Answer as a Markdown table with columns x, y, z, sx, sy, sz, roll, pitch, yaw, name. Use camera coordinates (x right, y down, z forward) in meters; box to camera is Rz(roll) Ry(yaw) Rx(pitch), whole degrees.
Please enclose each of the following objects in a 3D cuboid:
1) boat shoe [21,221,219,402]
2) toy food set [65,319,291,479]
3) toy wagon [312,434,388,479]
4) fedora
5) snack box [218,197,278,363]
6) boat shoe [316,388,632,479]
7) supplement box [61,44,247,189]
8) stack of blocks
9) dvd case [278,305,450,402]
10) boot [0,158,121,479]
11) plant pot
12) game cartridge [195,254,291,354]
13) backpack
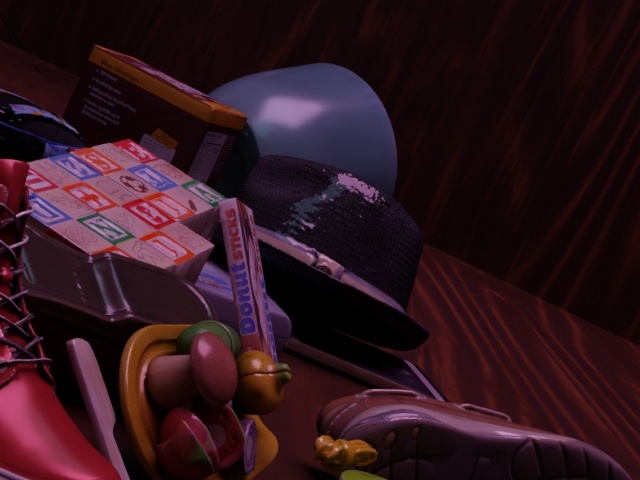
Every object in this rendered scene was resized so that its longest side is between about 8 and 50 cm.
| x | y | z | sx | sy | sz | roll | pitch | yaw | name |
| --- | --- | --- | --- | --- | --- | --- | --- | --- | --- |
| -0.225 | 0.051 | 1.055 | 0.307 | 0.104 | 0.111 | 25 | 27 | -29 | boat shoe |
| -0.075 | 0.112 | 0.996 | 0.071 | 0.128 | 0.218 | -19 | -9 | 22 | toy food set |
| 0.118 | 0.247 | 0.985 | 0.344 | 0.068 | 0.267 | 31 | 8 | 37 | toy wagon |
| 0.000 | 0.000 | 1.711 | 0.334 | 0.152 | 0.334 | 26 | -11 | 6 | fedora |
| -0.068 | 0.052 | 1.367 | 0.022 | 0.178 | 0.064 | -12 | -12 | 9 | snack box |
| 0.138 | 0.195 | 1.229 | 0.324 | 0.123 | 0.116 | 24 | 5 | -28 | boat shoe |
| -0.234 | -0.122 | 1.870 | 0.191 | 0.194 | 0.129 | 28 | 7 | 15 | supplement box |
| -0.193 | -0.001 | 1.320 | 0.171 | 0.087 | 0.297 | 32 | 19 | 11 | stack of blocks |
| 0.038 | 0.137 | 1.678 | 0.221 | 0.018 | 0.164 | 23 | 6 | -15 | dvd case |
| -0.191 | 0.051 | 0.871 | 0.244 | 0.176 | 0.088 | 31 | 7 | 28 | boot |
| -0.073 | -0.111 | 2.081 | 0.293 | 0.293 | 0.235 | 31 | 24 | 34 | plant pot |
| -0.179 | 0.033 | 1.531 | 0.297 | 0.062 | 0.198 | 23 | 4 | -25 | game cartridge |
| -0.366 | -0.112 | 1.641 | 0.158 | 0.117 | 0.173 | 31 | 9 | 34 | backpack |
